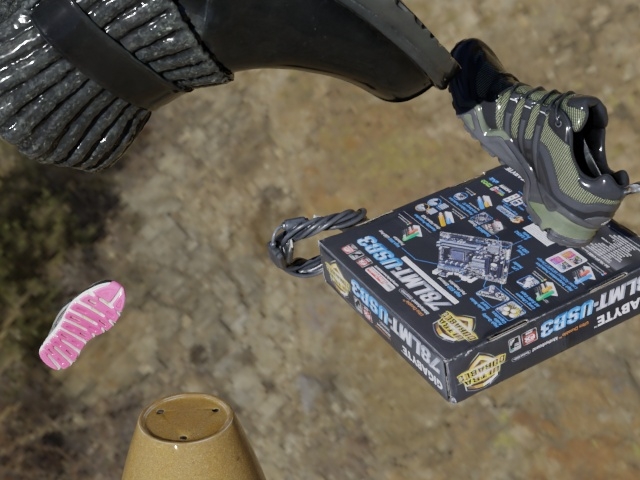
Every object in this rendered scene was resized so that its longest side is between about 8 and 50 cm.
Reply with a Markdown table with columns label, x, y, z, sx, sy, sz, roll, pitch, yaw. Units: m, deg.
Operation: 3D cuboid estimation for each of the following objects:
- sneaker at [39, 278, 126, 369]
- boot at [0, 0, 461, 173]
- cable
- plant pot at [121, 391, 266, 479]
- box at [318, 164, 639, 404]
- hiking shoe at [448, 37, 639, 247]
| label | x | y | z | sx | sy | sz | roll | pitch | yaw |
| --- | --- | --- | --- | --- | --- | --- | --- | --- | --- |
| sneaker | -0.316 | 0.099 | 1.901 | 0.170 | 0.063 | 0.075 | -46 | 20 | 31 |
| boot | -0.084 | -0.142 | 1.105 | 0.260 | 0.348 | 0.131 | -49 | 34 | 17 |
| cable | 0.000 | 0.000 | 2.001 | 0.150 | 0.184 | 0.047 | -22 | 68 | -2 |
| plant pot | -0.159 | 0.327 | 1.780 | 0.237 | 0.254 | 0.237 | -2 | 25 | 1 |
| box | 0.193 | 0.034 | 1.636 | 0.293 | 0.073 | 0.295 | -25 | 35 | -18 |
| hiking shoe | 0.209 | -0.110 | 1.302 | 0.114 | 0.086 | 0.227 | -44 | 72 | 36 |
